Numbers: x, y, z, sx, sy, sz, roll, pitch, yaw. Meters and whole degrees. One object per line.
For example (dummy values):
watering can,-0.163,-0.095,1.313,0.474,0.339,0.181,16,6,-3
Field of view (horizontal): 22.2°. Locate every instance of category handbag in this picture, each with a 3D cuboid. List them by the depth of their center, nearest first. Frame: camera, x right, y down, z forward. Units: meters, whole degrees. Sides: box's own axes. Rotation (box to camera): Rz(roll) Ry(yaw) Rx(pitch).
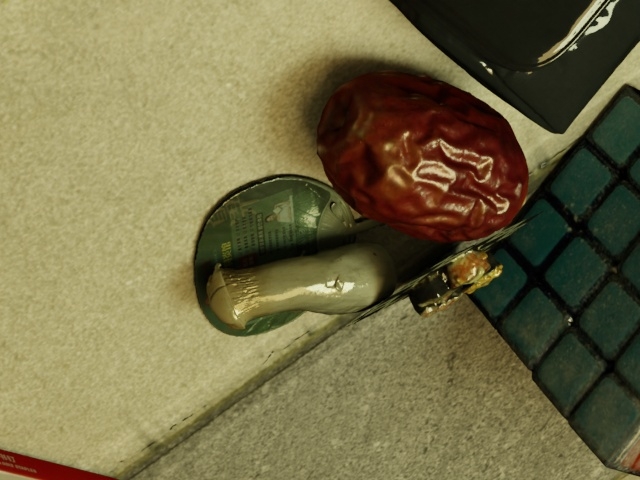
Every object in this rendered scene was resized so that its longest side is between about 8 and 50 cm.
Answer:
handbag,0.242,-0.283,1.662,0.302,0.178,0.275,-49,135,12

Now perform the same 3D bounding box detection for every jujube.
jujube,0.113,-0.088,1.747,0.250,0.174,0.174,24,111,-36

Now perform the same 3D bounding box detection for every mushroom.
mushroom,-0.021,0.051,1.827,0.223,0.092,0.081,-9,88,-30

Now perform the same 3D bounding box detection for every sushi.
sushi,0.151,0.050,1.868,0.193,0.040,0.210,-24,171,-38

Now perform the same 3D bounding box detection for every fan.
fan,-0.021,0.026,1.870,0.294,0.012,0.223,6,122,-35

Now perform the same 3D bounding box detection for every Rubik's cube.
Rubik's cube,0.447,0.078,1.981,0.344,0.337,0.344,23,110,-42

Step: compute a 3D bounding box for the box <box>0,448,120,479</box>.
box,-0.340,0.309,1.874,0.229,0.050,0.123,24,110,-43
